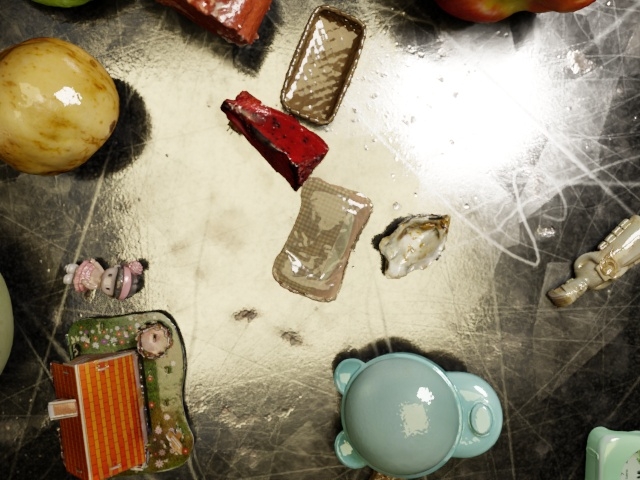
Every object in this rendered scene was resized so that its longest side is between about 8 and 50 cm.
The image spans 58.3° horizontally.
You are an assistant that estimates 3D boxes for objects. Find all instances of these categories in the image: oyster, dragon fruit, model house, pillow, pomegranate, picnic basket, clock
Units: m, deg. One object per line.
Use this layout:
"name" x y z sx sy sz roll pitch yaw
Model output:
"oyster" 0.170 0.001 1.023 0.148 0.051 0.103 -24 112 -1
"dragon fruit" -0.096 -0.166 0.975 0.192 0.122 0.092 38 128 -4
"model house" -0.339 0.282 0.965 0.207 0.154 0.294 -6 93 -1
"pillow" 0.003 0.002 1.024 0.135 0.034 0.211 20 94 -5
"pomegranate" -0.434 -0.215 0.895 0.215 0.215 0.215 0 94 -3
"picnic basket" 0.004 -0.299 0.994 0.110 0.055 0.193 23 92 -5
"clock" 0.604 0.431 1.063 0.211 0.066 0.159 2 94 -3

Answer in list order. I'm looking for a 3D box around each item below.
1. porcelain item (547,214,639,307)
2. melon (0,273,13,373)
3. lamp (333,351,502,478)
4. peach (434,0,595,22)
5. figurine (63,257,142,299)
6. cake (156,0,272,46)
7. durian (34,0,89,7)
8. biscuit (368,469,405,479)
"porcelain item" 0.511 0.046 1.041 0.213 0.054 0.084 -38 93 1
"melon" -0.623 0.139 0.893 0.271 0.272 0.308 -12 102 -2
"lamp" 0.167 0.300 0.993 0.284 0.147 0.209 0 87 -5
"peach" 0.270 -0.517 0.854 0.310 0.335 0.406 -24 101 -2
"figurine" -0.378 0.063 1.003 0.129 0.054 0.072 9 78 4
"cake" -0.201 -0.425 0.902 0.283 0.177 0.151 25 90 -17
"durian" -0.411 -0.457 0.946 0.250 0.101 0.139 -28 59 -1
"biscuit" 0.104 0.473 1.057 0.064 0.034 0.199 26 92 -5
